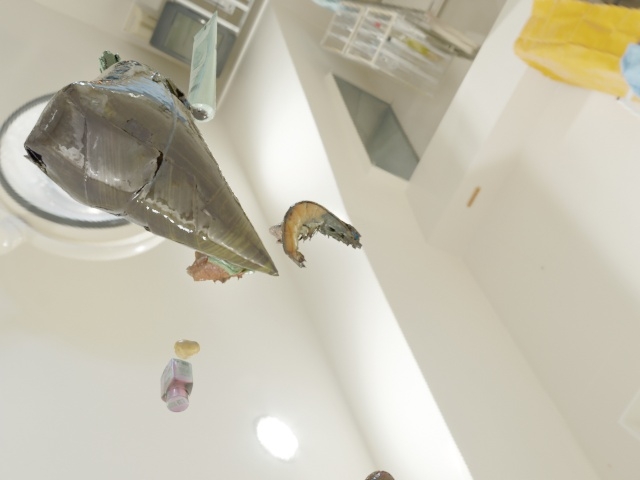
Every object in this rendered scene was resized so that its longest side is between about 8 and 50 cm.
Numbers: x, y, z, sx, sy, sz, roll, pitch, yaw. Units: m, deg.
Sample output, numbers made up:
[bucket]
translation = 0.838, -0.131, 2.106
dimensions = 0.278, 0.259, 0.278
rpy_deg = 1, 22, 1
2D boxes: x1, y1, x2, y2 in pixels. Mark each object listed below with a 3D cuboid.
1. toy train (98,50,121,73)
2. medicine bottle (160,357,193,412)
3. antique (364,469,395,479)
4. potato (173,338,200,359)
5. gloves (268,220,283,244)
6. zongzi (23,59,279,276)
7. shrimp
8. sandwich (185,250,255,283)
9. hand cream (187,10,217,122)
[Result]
[toy train]
translation = -0.668, -0.522, 1.936
dimensions = 0.071, 0.111, 0.171
rpy_deg = -17, -101, -29
[medicine bottle]
translation = -0.528, 0.538, 2.205
dimensions = 0.094, 0.119, 0.188
rpy_deg = 22, -160, -25
[antique]
translation = 0.162, 0.673, 1.624
dimensions = 0.104, 0.104, 0.104
rpy_deg = 26, -168, -6
[potato]
translation = -0.428, 0.347, 1.926
dimensions = 0.083, 0.062, 0.068
rpy_deg = -14, -114, -21
[gloves]
translation = -0.148, -0.034, 2.455
dimensions = 0.094, 0.110, 0.144
rpy_deg = 61, -173, -1
[zongzi]
translation = -0.247, -0.134, 1.076
dimensions = 0.432, 0.208, 0.403
rpy_deg = 34, -160, -18
[shrimp]
translation = 0.000, 0.000, 1.990
dimensions = 0.290, 0.222, 0.054
rpy_deg = 25, 167, -15
[sandwich]
translation = -0.460, 0.083, 2.666
dimensions = 0.251, 0.301, 0.162
rpy_deg = 63, -177, 11
[hand cream]
translation = -0.295, -0.431, 1.493
dimensions = 0.067, 0.109, 0.321
rpy_deg = 20, -127, -37
